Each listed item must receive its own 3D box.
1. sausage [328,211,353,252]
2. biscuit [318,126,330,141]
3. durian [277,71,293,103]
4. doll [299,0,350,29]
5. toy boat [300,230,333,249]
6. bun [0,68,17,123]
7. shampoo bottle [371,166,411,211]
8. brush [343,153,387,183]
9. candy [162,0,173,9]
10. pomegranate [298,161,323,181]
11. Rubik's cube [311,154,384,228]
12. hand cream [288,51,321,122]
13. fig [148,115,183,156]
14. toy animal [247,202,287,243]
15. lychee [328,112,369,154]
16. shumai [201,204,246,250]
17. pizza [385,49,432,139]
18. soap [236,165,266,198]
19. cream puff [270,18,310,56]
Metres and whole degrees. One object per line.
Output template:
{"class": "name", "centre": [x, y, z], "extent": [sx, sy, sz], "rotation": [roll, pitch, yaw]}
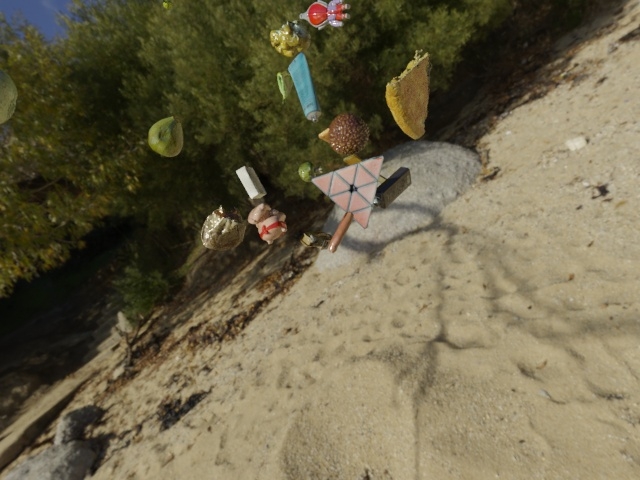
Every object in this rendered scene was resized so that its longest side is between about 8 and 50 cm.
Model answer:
{"class": "sausage", "centre": [0.081, -0.033, 1.595], "extent": [0.177, 0.040, 0.047], "rotation": [-63, 4, -10]}
{"class": "biscuit", "centre": [0.124, -0.653, 2.415], "extent": [0.249, 0.030, 0.160], "rotation": [-25, -22, 33]}
{"class": "durian", "centre": [-0.203, -0.859, 2.256], "extent": [0.215, 0.086, 0.100], "rotation": [87, -164, -65]}
{"class": "doll", "centre": [0.011, -0.858, 1.544], "extent": [0.227, 0.102, 0.075], "rotation": [13, 24, 35]}
{"class": "toy boat", "centre": [0.000, 0.000, 2.426], "extent": [0.321, 0.121, 0.089], "rotation": [-3, -60, -64]}
{"class": "bun", "centre": [-0.943, -0.412, 1.094], "extent": [0.221, 0.221, 0.108], "rotation": [-41, 3, -40]}
{"class": "shampoo bottle", "centre": [0.326, -0.234, 1.944], "extent": [0.071, 0.098, 0.309], "rotation": [19, 49, 39]}
{"class": "brush", "centre": [0.252, -0.332, 1.993], "extent": [0.085, 0.336, 0.020], "rotation": [-16, 58, 44]}
{"class": "candy", "centre": [-0.639, -0.973, 1.655], "extent": [0.035, 0.035, 0.123], "rotation": [-37, 5, 11]}
{"class": "pomegranate", "centre": [-0.054, -0.393, 2.310], "extent": [0.142, 0.115, 0.114], "rotation": [-10, 8, 3]}
{"class": "Rubik's cube", "centre": [0.142, -0.229, 1.729], "extent": [0.228, 0.233, 0.228], "rotation": [25, 66, 38]}
{"class": "hand cream", "centre": [-0.047, -0.462, 1.252], "extent": [0.048, 0.224, 0.083], "rotation": [-5, -18, -41]}
{"class": "fig", "centre": [-0.914, -0.616, 2.408], "extent": [0.207, 0.207, 0.230], "rotation": [-42, -25, -47]}
{"class": "toy animal", "centre": [-0.264, -0.091, 2.064], "extent": [0.171, 0.198, 0.171], "rotation": [-38, 14, 11]}
{"class": "lychee", "centre": [0.135, -0.507, 1.918], "extent": [0.200, 0.200, 0.238], "rotation": [-25, 31, 58]}
{"class": "shumai", "centre": [-0.609, -0.078, 2.604], "extent": [0.314, 0.267, 0.262], "rotation": [-40, 5, -23]}
{"class": "pizza", "centre": [0.307, -0.498, 1.349], "extent": [0.075, 0.280, 0.288], "rotation": [9, 65, 36]}
{"class": "soap", "centre": [-0.391, -0.331, 2.322], "extent": [0.063, 0.183, 0.121], "rotation": [-29, -2, 17]}
{"class": "cream puff", "centre": [-0.120, -0.797, 1.616], "extent": [0.156, 0.121, 0.156], "rotation": [-22, 29, 13]}
